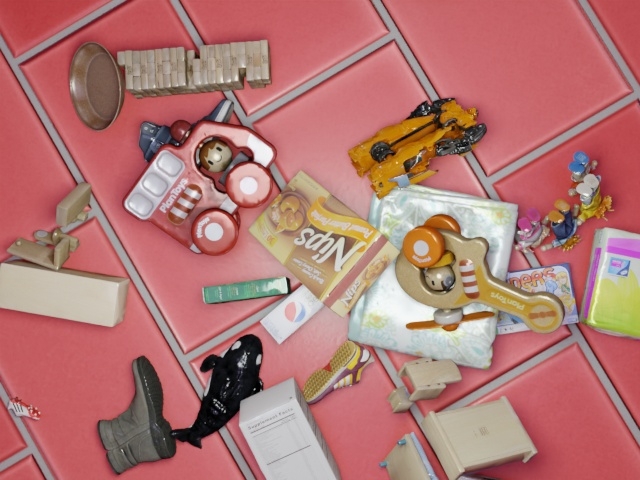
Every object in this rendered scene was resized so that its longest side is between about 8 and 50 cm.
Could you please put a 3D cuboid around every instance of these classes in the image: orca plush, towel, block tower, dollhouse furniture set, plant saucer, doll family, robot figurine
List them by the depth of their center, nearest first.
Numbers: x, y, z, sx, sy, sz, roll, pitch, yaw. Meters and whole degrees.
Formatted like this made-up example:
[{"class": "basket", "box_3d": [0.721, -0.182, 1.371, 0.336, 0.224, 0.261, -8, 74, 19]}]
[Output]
[{"class": "dollhouse furniture set", "box_3d": [0.262, 0.448, 1.766, 0.198, 0.303, 0.286, -4, 50, -29]}, {"class": "doll family", "box_3d": [0.543, -0.052, 1.771, 0.263, 0.163, 0.118, -48, 60, -2]}, {"class": "towel", "box_3d": [0.245, 0.069, 1.790, 0.321, 0.090, 0.374, 11, 88, 12]}, {"class": "robot figurine", "box_3d": [0.218, -0.210, 1.793, 0.291, 0.211, 0.085, -26, 131, -5]}, {"class": "orca plush", "box_3d": [-0.228, 0.336, 1.814, 0.287, 0.102, 0.151, -43, 87, 1]}, {"class": "dollhouse furniture set", "box_3d": [-0.605, -0.049, 1.826, 0.123, 0.144, 0.151, 19, 125, 4]}, {"class": "plant saucer", "box_3d": [-0.496, -0.346, 1.843, 0.199, 0.036, 0.198, 11, 107, 41]}, {"class": "block tower", "box_3d": [-0.280, -0.385, 1.850, 0.336, 0.091, 0.097, -3, 87, 3]}]

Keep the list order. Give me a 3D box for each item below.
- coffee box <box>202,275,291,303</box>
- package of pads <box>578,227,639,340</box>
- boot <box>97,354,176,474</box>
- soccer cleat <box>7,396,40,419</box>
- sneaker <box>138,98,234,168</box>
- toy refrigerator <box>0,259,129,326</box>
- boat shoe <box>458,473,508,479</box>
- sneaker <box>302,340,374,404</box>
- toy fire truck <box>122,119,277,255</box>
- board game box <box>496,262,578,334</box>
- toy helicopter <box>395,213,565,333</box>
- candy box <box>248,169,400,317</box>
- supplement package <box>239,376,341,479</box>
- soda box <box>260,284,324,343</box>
[{"class": "coffee box", "box_3d": [-0.160, 0.111, 1.816, 0.184, 0.113, 0.040, -8, 85, 4]}, {"class": "package of pads", "box_3d": [0.730, 0.113, 1.779, 0.297, 0.101, 0.229, 11, 88, 3]}, {"class": "boot", "box_3d": [-0.432, 0.394, 1.836, 0.161, 0.083, 0.246, -16, 86, 8]}, {"class": "soccer cleat", "box_3d": [-0.678, 0.391, 1.871, 0.083, 0.029, 0.035, 29, 98, 6]}, {"class": "sneaker", "box_3d": [-0.311, -0.254, 1.848, 0.163, 0.086, 0.226, 34, 91, 1]}, {"class": "toy refrigerator", "box_3d": [-0.578, 0.116, 1.846, 0.270, 0.094, 0.102, 9, 95, 4]}, {"class": "boat shoe", "box_3d": [0.393, 0.564, 1.794, 0.219, 0.078, 0.070, 10, 88, 11]}, {"class": "sneaker", "box_3d": [0.041, 0.309, 1.820, 0.084, 0.069, 0.185, 32, 112, -30]}, {"class": "toy fire truck", "box_3d": [-0.250, -0.126, 1.767, 0.254, 0.169, 0.302, 35, 97, -10]}, {"class": "board game box", "box_3d": [0.461, 0.131, 1.823, 0.201, 0.035, 0.136, -10, 87, 3]}, {"class": "toy helicopter", "box_3d": [0.315, 0.109, 1.662, 0.355, 0.140, 0.235, 22, 113, 20]}, {"class": "candy box", "box_3d": [0.000, 0.000, 1.734, 0.183, 0.087, 0.316, -49, 45, 1]}, {"class": "supplement package", "box_3d": [-0.063, 0.444, 1.760, 0.139, 0.134, 0.244, -24, 102, 1]}, {"class": "soda box", "box_3d": [-0.030, 0.135, 1.827, 0.216, 0.074, 0.069, -40, 87, 1]}]
